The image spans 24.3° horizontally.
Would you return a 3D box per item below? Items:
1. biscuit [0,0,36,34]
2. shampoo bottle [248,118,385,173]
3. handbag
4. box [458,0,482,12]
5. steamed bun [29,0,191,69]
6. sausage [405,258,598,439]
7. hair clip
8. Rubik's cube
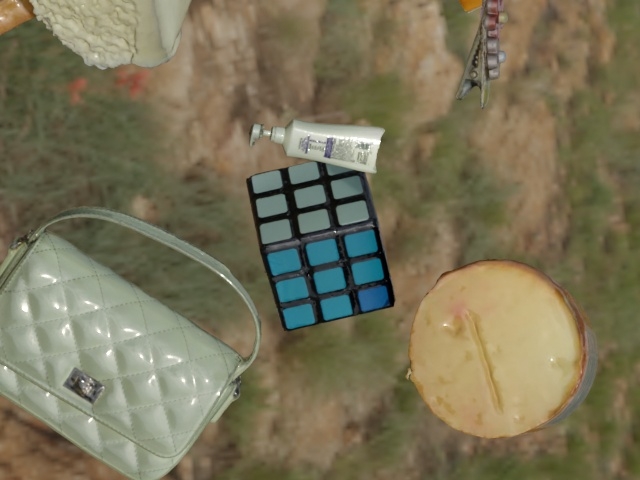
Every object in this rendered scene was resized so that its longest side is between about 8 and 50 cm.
[{"bbox_3d":[-0.301,-0.243,1.483,0.047,0.334,0.202,63,16,-15],"label":"biscuit"},{"bbox_3d":[-0.005,-0.106,1.563,0.034,0.141,0.049,-100,-160,-67],"label":"shampoo bottle"},{"bbox_3d":[-0.188,0.085,1.378,0.256,0.219,0.079,33,17,-8],"label":"handbag"},{"bbox_3d":[0.186,-0.506,2.217,0.274,0.091,0.221,47,27,-49],"label":"box"},{"bbox_3d":[-0.163,-0.273,1.103,0.200,0.170,0.225,78,25,-55],"label":"steamed bun"},{"bbox_3d":[0.251,0.148,1.974,0.287,0.233,0.233,19,65,-76],"label":"sausage"},{"bbox_3d":[0.215,-0.272,1.876,0.062,0.056,0.214,-30,131,-68],"label":"hair clip"},{"bbox_3d":[0.000,0.000,1.984,0.163,0.162,0.160,-105,-179,-48],"label":"Rubik's cube"}]
